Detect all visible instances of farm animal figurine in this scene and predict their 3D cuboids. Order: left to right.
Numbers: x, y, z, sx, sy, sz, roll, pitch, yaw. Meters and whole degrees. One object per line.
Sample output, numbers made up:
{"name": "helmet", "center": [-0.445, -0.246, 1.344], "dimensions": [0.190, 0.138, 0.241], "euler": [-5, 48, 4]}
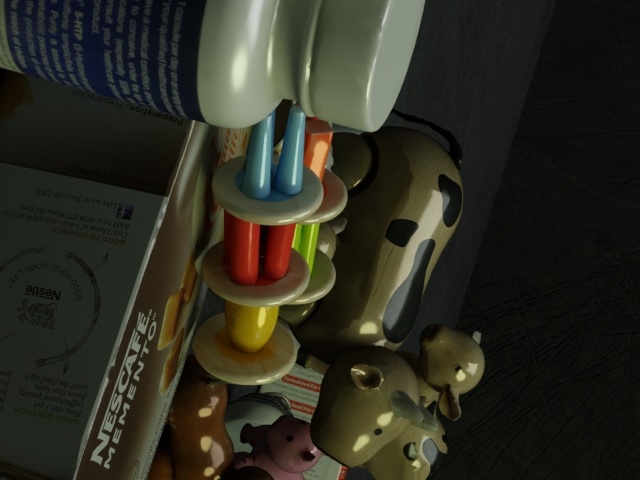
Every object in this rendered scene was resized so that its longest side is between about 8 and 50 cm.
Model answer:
{"name": "farm animal figurine", "center": [0.024, 0.066, 1.238], "dimensions": [0.330, 0.172, 0.327], "euler": [2, 102, -62]}

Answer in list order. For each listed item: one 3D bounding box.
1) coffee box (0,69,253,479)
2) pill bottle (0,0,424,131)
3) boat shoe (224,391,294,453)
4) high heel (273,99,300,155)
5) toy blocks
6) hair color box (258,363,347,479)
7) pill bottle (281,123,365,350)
{"name": "coffee box", "center": [-0.107, -0.004, 0.870], "dimensions": [0.141, 0.098, 0.247], "euler": [66, 41, -74]}
{"name": "pill bottle", "center": [-0.056, -0.108, 0.745], "dimensions": [0.112, 0.186, 0.112], "euler": [16, 90, -79]}
{"name": "boat shoe", "center": [-0.049, 0.163, 1.488], "dimensions": [0.228, 0.080, 0.076], "euler": [87, 15, -62]}
{"name": "high heel", "center": [-0.057, -0.108, 0.983], "dimensions": [0.186, 0.093, 0.261], "euler": [38, 55, -82]}
{"name": "toy blocks", "center": [-0.018, -0.022, 0.884], "dimensions": [0.123, 0.054, 0.148], "euler": [-63, 166, -52]}
{"name": "hair color box", "center": [-0.012, 0.160, 1.622], "dimensions": [0.053, 0.093, 0.167], "euler": [46, 61, -79]}
{"name": "pill bottle", "center": [0.000, 0.000, 1.422], "dimensions": [0.103, 0.103, 0.184], "euler": [-7, 112, -79]}
